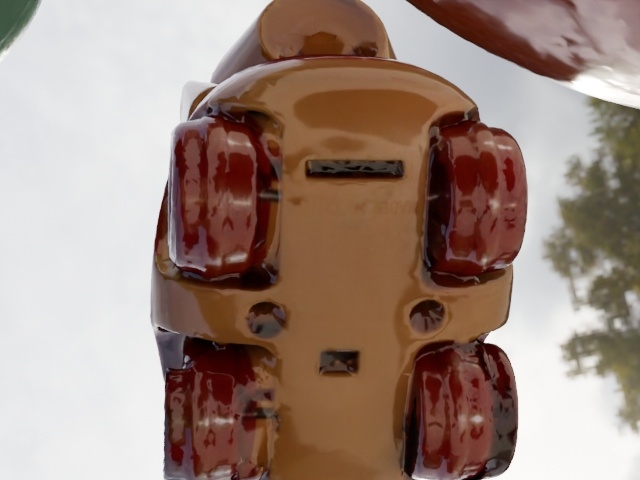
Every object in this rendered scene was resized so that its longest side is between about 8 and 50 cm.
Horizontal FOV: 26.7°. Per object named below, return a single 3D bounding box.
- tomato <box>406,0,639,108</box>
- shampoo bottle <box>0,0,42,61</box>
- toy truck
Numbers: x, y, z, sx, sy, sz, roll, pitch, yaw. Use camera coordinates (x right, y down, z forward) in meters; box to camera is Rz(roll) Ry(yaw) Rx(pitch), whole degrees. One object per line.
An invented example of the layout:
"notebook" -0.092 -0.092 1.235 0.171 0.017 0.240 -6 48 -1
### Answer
"tomato" 0.147 -0.192 0.440 0.321 0.321 0.321 30 -128 -48
"shampoo bottle" -0.219 -0.175 0.531 0.349 0.221 0.151 65 -149 -69
"toy truck" 0.000 0.000 0.749 0.239 0.189 0.265 -113 25 -70
